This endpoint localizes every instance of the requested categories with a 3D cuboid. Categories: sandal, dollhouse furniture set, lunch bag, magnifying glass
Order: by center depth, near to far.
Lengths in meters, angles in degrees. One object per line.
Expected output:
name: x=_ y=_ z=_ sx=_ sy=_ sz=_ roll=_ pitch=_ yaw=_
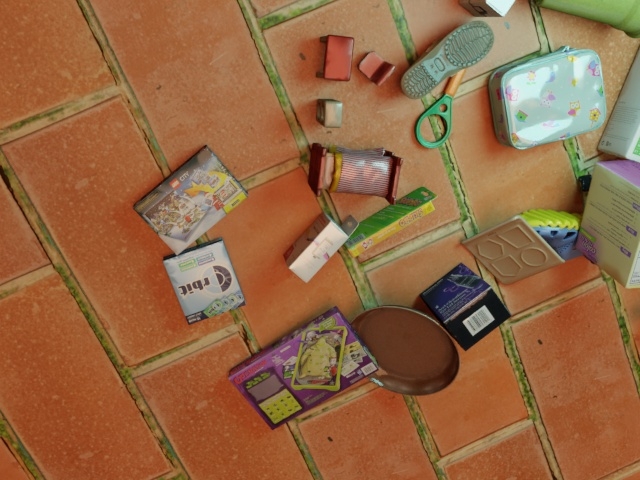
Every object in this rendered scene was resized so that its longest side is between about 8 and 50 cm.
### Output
dollhouse furniture set: x=0.091 y=-0.287 z=1.612 sx=0.201 sy=0.152 sz=0.374 roll=3 pitch=105 yaw=-11
lunch bag: x=0.571 y=-0.362 z=1.700 sx=0.279 sy=0.108 sz=0.224 roll=-17 pitch=103 yaw=-7
magnifying glass: x=0.312 y=-0.343 z=1.706 sx=0.092 sy=0.026 sz=0.231 roll=21 pitch=103 yaw=-15
sandal: x=0.666 y=-0.007 z=1.816 sx=0.317 sy=0.126 sz=0.138 roll=6 pitch=109 yaw=-10

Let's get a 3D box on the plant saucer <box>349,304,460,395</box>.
plant saucer: x=0.218 y=0.283 z=1.786 sx=0.310 sy=0.050 sz=0.310 roll=13 pitch=128 yaw=16

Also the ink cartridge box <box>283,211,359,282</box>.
ink cartridge box: x=0.000 y=0.000 z=1.699 sx=0.067 sy=0.115 sz=0.198 roll=42 pitch=94 yaw=-18

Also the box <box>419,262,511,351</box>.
box: x=0.373 y=0.169 z=1.765 sx=0.153 sy=0.207 sz=0.108 roll=-38 pitch=109 yaw=1

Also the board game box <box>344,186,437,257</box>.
board game box: x=0.173 y=-0.051 z=1.710 sx=0.259 sy=0.124 sz=0.039 roll=-33 pitch=110 yaw=1

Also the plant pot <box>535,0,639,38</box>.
plant pot: x=0.645 y=-0.627 z=1.576 sx=0.254 sy=0.276 sz=0.276 roll=7 pitch=105 yaw=0

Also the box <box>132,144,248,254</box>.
box: x=-0.315 y=-0.098 z=1.651 sx=0.233 sy=0.044 sz=0.159 roll=-39 pitch=109 yaw=2

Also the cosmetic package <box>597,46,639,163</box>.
cosmetic package: x=0.892 y=-0.368 z=1.731 sx=0.197 sy=0.155 sz=0.365 roll=14 pitch=105 yaw=-11

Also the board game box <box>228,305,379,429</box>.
board game box: x=-0.045 y=0.343 z=1.795 sx=0.347 sy=0.056 sz=0.208 roll=-31 pitch=113 yaw=11

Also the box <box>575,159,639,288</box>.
box: x=0.750 y=-0.043 z=1.636 sx=0.117 sy=0.213 sz=0.243 roll=-4 pitch=117 yaw=-15

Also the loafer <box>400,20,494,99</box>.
loafer: x=0.296 y=-0.440 z=1.638 sx=0.268 sy=0.092 sz=0.102 roll=-33 pitch=109 yaw=-4

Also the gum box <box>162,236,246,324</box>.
gum box: x=-0.292 y=0.103 z=1.715 sx=0.157 sy=0.041 sz=0.184 roll=-20 pitch=108 yaw=-4

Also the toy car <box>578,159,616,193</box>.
toy car: x=0.752 y=-0.163 z=1.819 sx=0.122 sy=0.060 sz=0.040 roll=-26 pitch=141 yaw=5

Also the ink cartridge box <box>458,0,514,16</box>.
ink cartridge box: x=0.404 y=-0.586 z=1.585 sx=0.063 sy=0.150 sz=0.109 roll=30 pitch=99 yaw=-21

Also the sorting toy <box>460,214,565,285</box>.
sorting toy: x=0.507 y=0.026 z=1.790 sx=0.208 sy=0.038 sz=0.193 roll=39 pitch=138 yaw=-20
